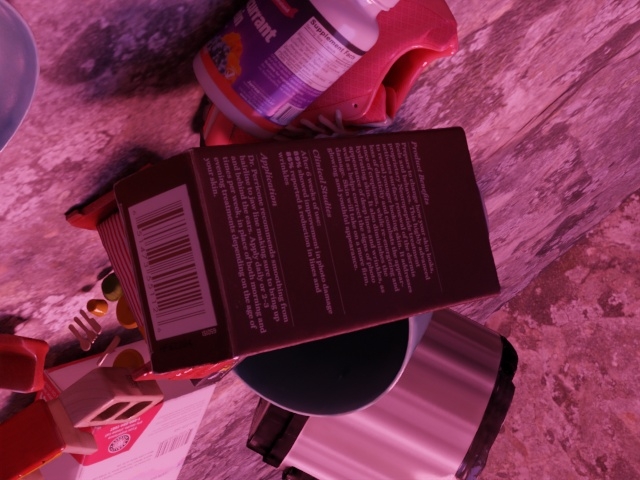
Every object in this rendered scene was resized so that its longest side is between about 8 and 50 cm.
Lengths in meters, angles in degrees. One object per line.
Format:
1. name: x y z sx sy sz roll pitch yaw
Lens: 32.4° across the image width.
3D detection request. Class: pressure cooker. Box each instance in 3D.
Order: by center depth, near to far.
1. pressure cooker: 0.065 0.237 1.800 0.370 0.420 0.375 -61 -177 43

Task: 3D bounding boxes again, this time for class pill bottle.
1. pill bottle: -0.016 -0.192 1.008 0.193 0.108 0.108 -41 161 18

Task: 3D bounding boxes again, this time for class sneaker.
1. sneaker: 0.005 -0.150 1.108 0.314 0.136 0.116 -41 161 20

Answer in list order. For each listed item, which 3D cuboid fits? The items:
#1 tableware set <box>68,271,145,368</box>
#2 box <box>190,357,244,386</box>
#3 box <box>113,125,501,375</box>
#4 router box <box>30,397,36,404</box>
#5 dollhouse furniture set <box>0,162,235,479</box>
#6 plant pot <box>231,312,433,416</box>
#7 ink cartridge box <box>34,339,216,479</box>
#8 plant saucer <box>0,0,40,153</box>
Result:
1. tableware set: -0.230 0.112 1.317 0.104 0.154 0.024 -53 149 7
2. box: -0.109 0.032 1.300 0.231 0.183 0.056 -42 162 23
3. box: 0.000 0.000 1.097 0.381 0.191 0.143 -8 174 -42
4. router box: -0.385 0.267 1.633 0.133 0.046 0.179 -12 151 -50
5. dollhouse furniture set: -0.258 0.105 1.219 0.374 0.201 0.152 -32 164 14
6. plant pot: 0.023 0.045 1.437 0.293 0.293 0.235 -46 176 32
7. ink cartridge box: -0.306 0.305 1.558 0.226 0.131 0.306 -15 138 -50
8. plant saucer: -0.354 -0.087 0.782 0.317 0.044 0.317 -31 163 -11
